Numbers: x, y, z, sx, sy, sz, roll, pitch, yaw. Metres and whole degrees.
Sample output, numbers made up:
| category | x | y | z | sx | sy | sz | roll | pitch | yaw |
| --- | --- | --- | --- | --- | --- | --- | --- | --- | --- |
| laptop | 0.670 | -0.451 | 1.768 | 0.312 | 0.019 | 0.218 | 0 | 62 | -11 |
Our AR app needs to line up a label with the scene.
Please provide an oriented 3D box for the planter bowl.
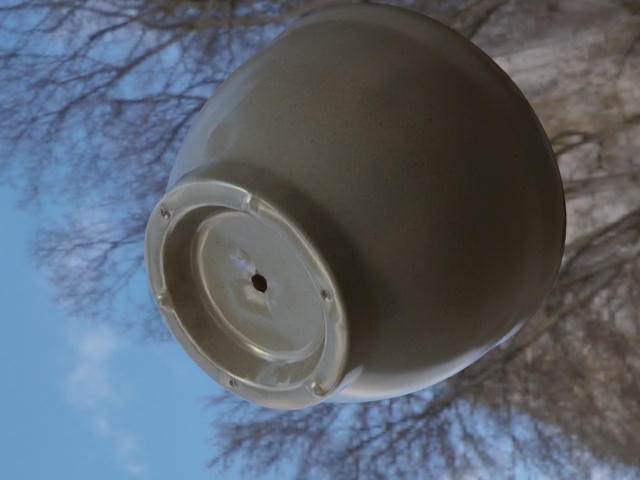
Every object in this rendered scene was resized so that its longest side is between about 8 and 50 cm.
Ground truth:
| category | x | y | z | sx | sy | sz | roll | pitch | yaw |
| --- | --- | --- | --- | --- | --- | --- | --- | --- | --- |
| planter bowl | 0.000 | 0.000 | 0.467 | 0.109 | 0.162 | 0.162 | -37 | -68 | -44 |
